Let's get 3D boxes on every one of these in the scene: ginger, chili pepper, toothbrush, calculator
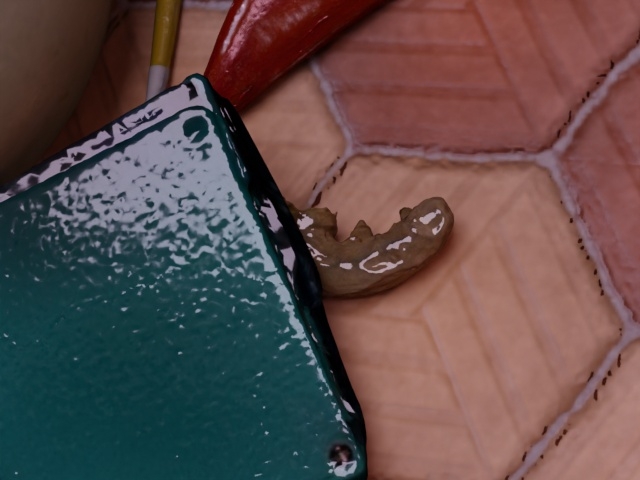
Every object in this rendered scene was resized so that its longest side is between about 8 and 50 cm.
[{"bbox_3d":[0.001,0.003,0.973,0.173,0.051,0.069,4,76,15],"label":"ginger"},{"bbox_3d":[-0.029,-0.146,1.039,0.088,0.065,0.169,43,94,2],"label":"chili pepper"},{"bbox_3d":[-0.112,-0.141,1.082,0.021,0.024,0.288,-2,67,15],"label":"toothbrush"},{"bbox_3d":[-0.115,0.070,0.942,0.248,0.058,0.274,-28,81,10],"label":"calculator"}]

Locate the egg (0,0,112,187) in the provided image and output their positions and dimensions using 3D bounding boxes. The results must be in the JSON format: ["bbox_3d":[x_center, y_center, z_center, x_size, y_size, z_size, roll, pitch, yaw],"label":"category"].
[{"bbox_3d":[-0.291,-0.149,1.001,0.278,0.278,0.336,22,78,25],"label":"egg"}]
